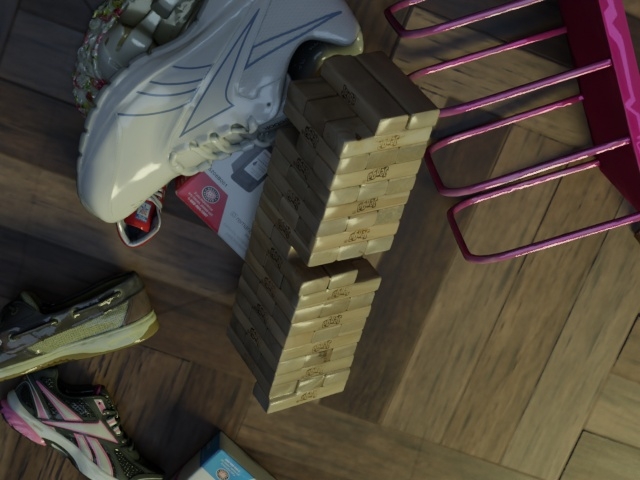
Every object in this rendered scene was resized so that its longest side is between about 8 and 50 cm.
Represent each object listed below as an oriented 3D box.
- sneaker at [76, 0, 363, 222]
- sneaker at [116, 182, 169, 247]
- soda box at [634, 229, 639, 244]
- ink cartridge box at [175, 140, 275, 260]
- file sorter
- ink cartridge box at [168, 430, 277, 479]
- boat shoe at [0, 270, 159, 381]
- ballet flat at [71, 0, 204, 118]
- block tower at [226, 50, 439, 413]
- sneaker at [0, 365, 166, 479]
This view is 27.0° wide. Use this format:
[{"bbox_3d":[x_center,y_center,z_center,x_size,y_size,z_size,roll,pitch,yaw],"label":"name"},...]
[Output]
[{"bbox_3d":[-0.090,-0.121,1.143,0.297,0.111,0.129,-46,71,5],"label":"sneaker"},{"bbox_3d":[-0.159,-0.049,1.223,0.042,0.067,0.118,14,104,-8],"label":"sneaker"},{"bbox_3d":[0.394,-0.036,1.278,0.181,0.061,0.058,-41,106,7],"label":"soda box"},{"bbox_3d":[-0.044,-0.066,1.230,0.150,0.063,0.109,-43,105,8],"label":"ink cartridge box"},{"bbox_3d":[0.163,-0.150,1.155,0.182,0.202,0.291,-17,107,3],"label":"file sorter"},{"bbox_3d":[-0.112,0.265,1.326,0.122,0.052,0.088,-44,105,7],"label":"ink cartridge box"},{"bbox_3d":[-0.267,0.081,1.250,0.223,0.080,0.073,-14,101,-6],"label":"boat shoe"},{"bbox_3d":[-0.145,-0.201,1.176,0.091,0.077,0.241,34,101,-12],"label":"ballet flat"},{"bbox_3d":[0.000,0.000,1.165,0.091,0.097,0.335,-12,136,-30],"label":"block tower"},{"bbox_3d":[-0.219,0.181,1.286,0.178,0.072,0.077,36,90,-19],"label":"sneaker"}]
